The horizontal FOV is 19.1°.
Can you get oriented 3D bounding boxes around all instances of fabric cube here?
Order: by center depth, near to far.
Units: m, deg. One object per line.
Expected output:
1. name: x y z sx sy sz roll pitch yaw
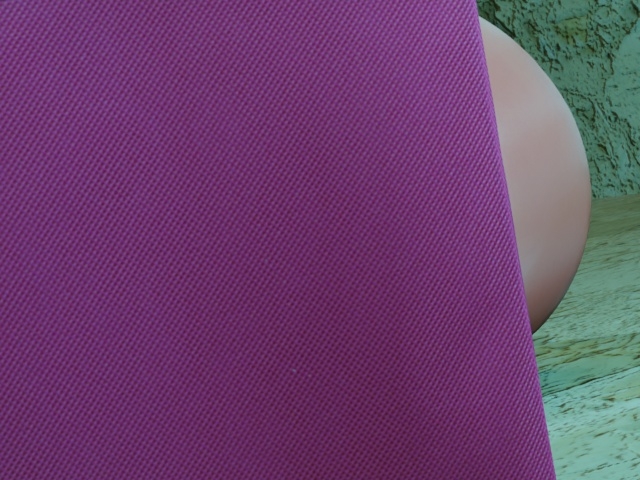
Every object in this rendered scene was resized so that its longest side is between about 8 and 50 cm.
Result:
1. fabric cube: -0.082 0.039 0.683 0.254 0.258 0.259 -13 5 -16

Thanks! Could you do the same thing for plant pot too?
1. plant pot: 0.000 0.000 1.132 0.275 0.275 0.243 -9 13 25
